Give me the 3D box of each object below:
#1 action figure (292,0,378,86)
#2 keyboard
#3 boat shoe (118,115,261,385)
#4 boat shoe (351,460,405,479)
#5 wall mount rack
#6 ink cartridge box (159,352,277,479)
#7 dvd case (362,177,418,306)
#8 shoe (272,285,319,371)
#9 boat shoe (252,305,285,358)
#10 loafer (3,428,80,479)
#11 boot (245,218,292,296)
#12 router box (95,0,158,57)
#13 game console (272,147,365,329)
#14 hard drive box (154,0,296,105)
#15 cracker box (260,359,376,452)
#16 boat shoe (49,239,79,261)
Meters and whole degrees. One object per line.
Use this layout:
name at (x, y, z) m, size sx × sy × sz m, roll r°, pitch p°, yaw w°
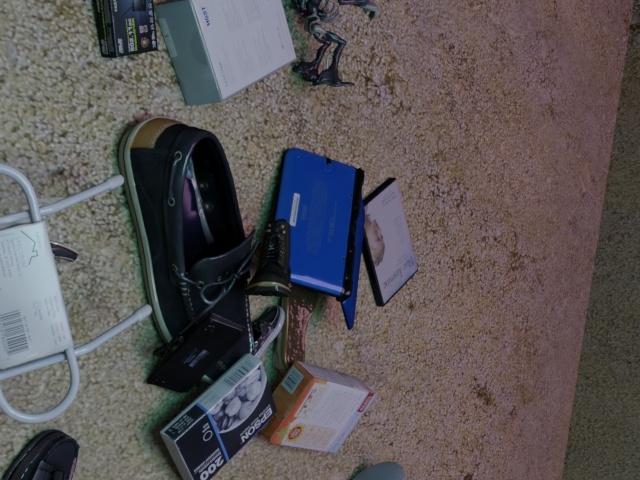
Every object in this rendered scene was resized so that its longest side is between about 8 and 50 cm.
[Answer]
action figure at (0.018, -0.448, 1.751) m, size 0.141 × 0.164 × 0.275 m, roll -8°, pitch 108°, yaw -33°
keyboard at (-0.216, 0.183, 1.456) m, size 0.108 × 0.180 × 0.023 m, roll 25°, pitch 29°, yaw -36°
boat shoe at (-0.191, 0.034, 1.484) m, size 0.187 × 0.156 × 0.500 m, roll -38°, pitch 122°, yaw -49°
boat shoe at (0.090, 0.620, 1.931) m, size 0.306 × 0.113 × 0.105 m, roll -49°, pitch 135°, yaw -38°
wall mount rack at (-0.373, 0.051, 1.195) m, size 0.304 × 0.130 × 0.350 m, roll -16°, pitch 106°, yaw -27°
ink cartridge box at (-0.165, 0.332, 1.544) m, size 0.206 × 0.045 × 0.208 m, roll -42°, pitch 141°, yaw -28°
dvd case at (0.154, 0.003, 2.065) m, size 0.180 × 0.022 × 0.253 m, roll -41°, pitch 124°, yaw -45°
shoe at (-0.056, 0.154, 1.763) m, size 0.077 × 0.058 × 0.219 m, roll 21°, pitch 69°, yaw -32°
boat shoe at (-0.114, 0.175, 1.683) m, size 0.142 × 0.049 × 0.040 m, roll -59°, pitch 134°, yaw -31°
loafer at (-0.413, 0.414, 1.243) m, size 0.109 × 0.095 × 0.302 m, roll 53°, pitch 51°, yaw -41°
boot at (-0.082, 0.025, 1.474) m, size 0.198 × 0.077 × 0.137 m, roll 137°, pitch -44°, yaw -87°
router box at (-0.306, -0.354, 1.393) m, size 0.092 × 0.038 × 0.122 m, roll -26°, pitch 119°, yaw -50°
game console at (0.000, 0.000, 1.792) m, size 0.250 × 0.173 × 0.293 m, roll 17°, pitch 60°, yaw -18°
hard drive box at (-0.160, -0.364, 1.561) m, size 0.232 × 0.089 × 0.181 m, roll -40°, pitch 123°, yaw -46°
cracker box at (-0.008, 0.336, 1.768) m, size 0.232 × 0.067 × 0.155 m, roll 27°, pitch 99°, yaw -51°
boat shoe at (-0.409, 0.015, 1.271) m, size 0.137 × 0.049 × 0.043 m, roll 21°, pitch 80°, yaw -49°
